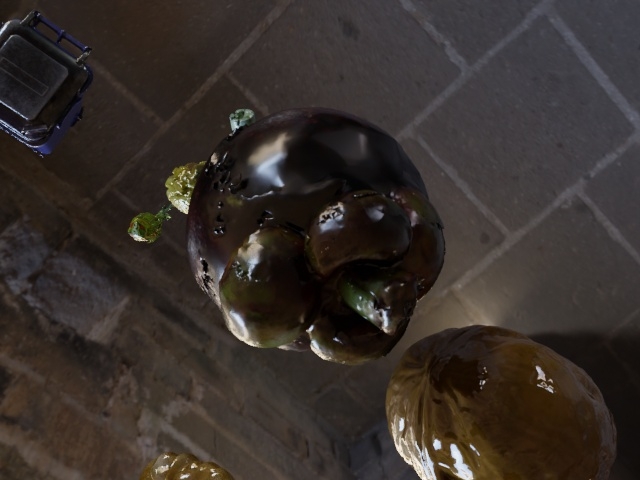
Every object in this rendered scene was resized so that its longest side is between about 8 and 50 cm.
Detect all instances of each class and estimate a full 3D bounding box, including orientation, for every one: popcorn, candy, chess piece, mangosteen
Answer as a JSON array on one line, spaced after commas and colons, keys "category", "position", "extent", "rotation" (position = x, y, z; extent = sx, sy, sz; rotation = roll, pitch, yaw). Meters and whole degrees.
[{"category": "popcorn", "position": [-0.247, -0.109, 1.442], "extent": [0.120, 0.106, 0.116], "rotation": [20, 75, -9]}, {"category": "candy", "position": [-0.405, -0.071, 1.874], "extent": [0.077, 0.262, 0.073], "rotation": [31, 124, 4]}, {"category": "chess piece", "position": [-0.124, -0.168, 1.219], "extent": [0.067, 0.067, 0.103], "rotation": [-6, 131, 2]}, {"category": "mangosteen", "position": [-0.015, 0.008, 1.081], "extent": [0.380, 0.421, 0.381], "rotation": [-5, 137, -5]}]

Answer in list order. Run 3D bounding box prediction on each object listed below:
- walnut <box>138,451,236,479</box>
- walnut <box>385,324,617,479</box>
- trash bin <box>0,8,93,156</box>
[{"category": "walnut", "position": [-0.121, 0.341, 0.745], "extent": [0.244, 0.221, 0.269], "rotation": [52, 137, 2]}, {"category": "walnut", "position": [0.298, 0.312, 1.218], "extent": [0.398, 0.308, 0.354], "rotation": [38, 149, -27]}, {"category": "trash bin", "position": [-0.469, -0.244, 1.190], "extent": [0.162, 0.234, 0.184], "rotation": [35, 77, -9]}]
